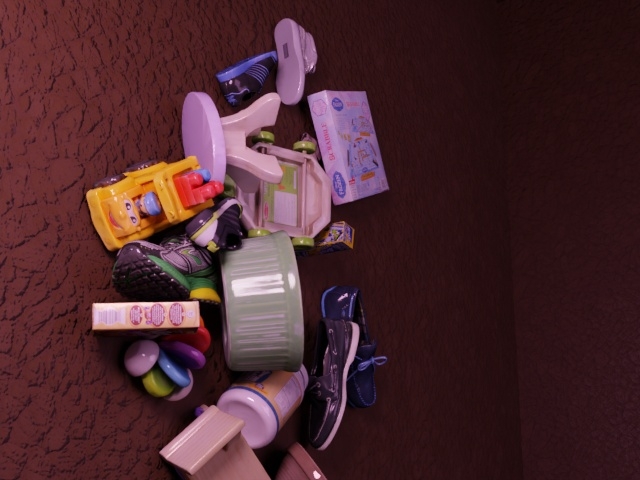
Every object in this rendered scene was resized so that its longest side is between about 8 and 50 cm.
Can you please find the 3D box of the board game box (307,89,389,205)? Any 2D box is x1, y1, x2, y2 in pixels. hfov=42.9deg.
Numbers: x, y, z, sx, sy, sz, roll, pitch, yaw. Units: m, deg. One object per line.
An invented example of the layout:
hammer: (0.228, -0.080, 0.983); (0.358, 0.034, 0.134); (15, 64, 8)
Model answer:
board game box: (0.088, -0.279, 2.401); (0.319, 0.066, 0.317); (-20, 97, -65)

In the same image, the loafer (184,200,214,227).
loafer: (-0.266, -0.076, 1.799); (0.056, 0.050, 0.147); (22, 62, -54)

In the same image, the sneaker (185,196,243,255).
sneaker: (-0.200, -0.018, 1.655); (0.097, 0.084, 0.235); (48, 20, -1)

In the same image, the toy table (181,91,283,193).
toy table: (-0.190, -0.211, 1.754); (0.161, 0.252, 0.274); (0, 53, -24)

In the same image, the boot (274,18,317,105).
boot: (-0.054, -0.476, 2.234); (0.123, 0.095, 0.258); (16, 65, -48)

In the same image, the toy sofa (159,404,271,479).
toy sofa: (-0.179, 0.521, 1.675); (0.150, 0.177, 0.362); (-41, 117, -29)

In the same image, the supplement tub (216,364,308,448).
supplement tub: (-0.124, 0.345, 1.797); (0.200, 0.144, 0.144); (-45, 118, -55)

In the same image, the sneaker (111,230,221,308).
sneaker: (-0.301, 0.048, 1.593); (0.343, 0.134, 0.146); (41, 45, -73)

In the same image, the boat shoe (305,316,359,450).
boat shoe: (0.004, 0.347, 2.039); (0.113, 0.127, 0.339); (25, 68, -22)

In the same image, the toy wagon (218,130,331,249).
toy wagon: (-0.128, -0.125, 1.956); (0.345, 0.068, 0.267); (10, 72, -31)

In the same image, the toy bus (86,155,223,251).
toy bus: (-0.305, -0.081, 1.585); (0.220, 0.212, 0.149); (-36, 112, -55)

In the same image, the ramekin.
ramekin: (-0.134, 0.134, 1.722); (0.303, 0.148, 0.303); (175, -90, -80)

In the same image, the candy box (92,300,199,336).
candy box: (-0.317, 0.144, 1.489); (0.109, 0.187, 0.053); (130, -43, -73)

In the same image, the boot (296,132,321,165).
boot: (-0.037, -0.236, 2.241); (0.087, 0.042, 0.118); (52, 36, -29)

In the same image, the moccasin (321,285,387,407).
moccasin: (0.094, 0.290, 2.194); (0.138, 0.117, 0.341); (-31, 106, -58)

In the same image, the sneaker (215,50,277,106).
sneaker: (-0.175, -0.406, 2.040); (0.232, 0.082, 0.090); (-41, 118, -48)

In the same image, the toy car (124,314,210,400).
toy car: (-0.280, 0.217, 1.592); (0.159, 0.136, 0.181); (50, 41, -39)

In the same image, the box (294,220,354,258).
box: (0.000, 0.000, 2.090); (0.054, 0.169, 0.059); (38, 50, -48)

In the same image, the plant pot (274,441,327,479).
plant pot: (-0.033, 0.586, 1.846); (0.110, 0.237, 0.237); (-33, 114, -15)
